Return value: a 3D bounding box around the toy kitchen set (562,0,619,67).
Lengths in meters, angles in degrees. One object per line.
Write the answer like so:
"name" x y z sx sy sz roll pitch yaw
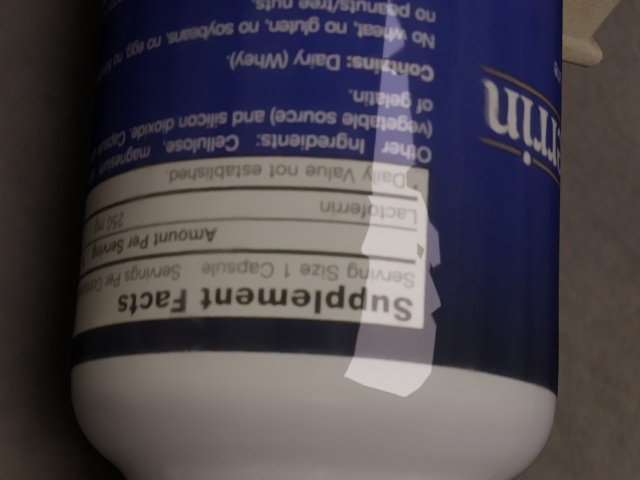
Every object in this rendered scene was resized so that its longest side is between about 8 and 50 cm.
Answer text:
"toy kitchen set" 0.082 -0.208 0.606 0.122 0.166 0.207 15 36 -33

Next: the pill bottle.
"pill bottle" 0.000 0.000 0.447 0.153 0.153 0.265 12 75 -34
